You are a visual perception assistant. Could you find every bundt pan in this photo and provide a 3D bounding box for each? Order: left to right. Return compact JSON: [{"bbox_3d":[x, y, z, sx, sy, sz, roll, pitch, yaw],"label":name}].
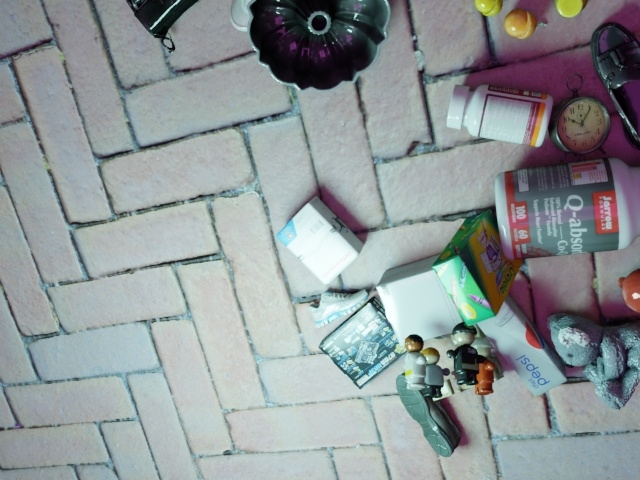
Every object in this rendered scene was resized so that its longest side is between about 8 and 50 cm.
[{"bbox_3d":[-0.010,-0.518,1.543,0.330,0.124,0.331,-4,123,-7],"label":"bundt pan"}]

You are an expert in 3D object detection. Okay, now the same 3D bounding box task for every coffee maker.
[{"bbox_3d":[-0.368,-0.603,1.681,0.178,0.120,0.171,-32,120,25],"label":"coffee maker"}]

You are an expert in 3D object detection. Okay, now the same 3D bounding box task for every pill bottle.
[{"bbox_3d":[0.411,-0.292,1.540,0.221,0.121,0.121,12,111,13],"label":"pill bottle"},{"bbox_3d":[0.590,-0.075,1.513,0.362,0.210,0.210,-7,106,19],"label":"pill bottle"}]

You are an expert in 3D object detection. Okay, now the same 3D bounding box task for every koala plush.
[{"bbox_3d":[0.663,0.254,1.628,0.221,0.196,0.203,28,102,6],"label":"koala plush"}]

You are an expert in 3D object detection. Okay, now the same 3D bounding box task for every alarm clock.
[{"bbox_3d":[0.582,-0.280,1.513,0.129,0.064,0.192,-10,105,-3],"label":"alarm clock"}]

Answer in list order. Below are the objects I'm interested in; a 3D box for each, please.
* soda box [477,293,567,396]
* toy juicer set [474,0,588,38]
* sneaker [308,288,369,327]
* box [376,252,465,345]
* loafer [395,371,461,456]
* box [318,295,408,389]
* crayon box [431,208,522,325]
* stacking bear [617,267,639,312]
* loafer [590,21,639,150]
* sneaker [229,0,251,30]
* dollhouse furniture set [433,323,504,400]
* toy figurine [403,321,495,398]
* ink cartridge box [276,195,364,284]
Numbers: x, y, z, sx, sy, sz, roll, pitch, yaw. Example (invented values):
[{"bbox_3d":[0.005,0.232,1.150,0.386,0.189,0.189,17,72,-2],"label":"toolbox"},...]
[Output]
[{"bbox_3d":[0.507,0.254,1.716,0.098,0.091,0.286,-37,95,24],"label":"soda box"},{"bbox_3d":[0.419,-0.599,1.458,0.209,0.089,0.329,-25,108,35],"label":"toy juicer set"},{"bbox_3d":[0.045,0.169,1.839,0.190,0.071,0.083,-30,92,23],"label":"sneaker"},{"bbox_3d":[0.266,0.154,1.738,0.181,0.119,0.181,-19,103,21],"label":"box"},{"bbox_3d":[0.304,0.473,1.871,0.096,0.084,0.268,-23,98,54],"label":"loafer"},{"bbox_3d":[0.129,0.287,1.861,0.175,0.051,0.220,45,114,-2],"label":"box"},{"bbox_3d":[0.376,0.057,1.581,0.081,0.278,0.165,-27,99,36],"label":"crayon box"},{"bbox_3d":[0.809,0.092,1.501,0.175,0.164,0.289,47,152,-3],"label":"stacking bear"},{"bbox_3d":[0.682,-0.333,1.459,0.109,0.095,0.303,-22,101,22],"label":"loafer"},{"bbox_3d":[-0.145,-0.614,1.599,0.103,0.111,0.252,39,115,1],"label":"sneaker"},{"bbox_3d":[0.373,0.321,1.799,0.181,0.101,0.161,-24,76,23],"label":"dollhouse furniture set"},{"bbox_3d":[0.316,0.299,1.654,0.209,0.213,0.148,-12,64,28],"label":"toy figurine"},{"bbox_3d":[0.000,0.000,1.784,0.190,0.082,0.139,45,115,-3],"label":"ink cartridge box"}]
